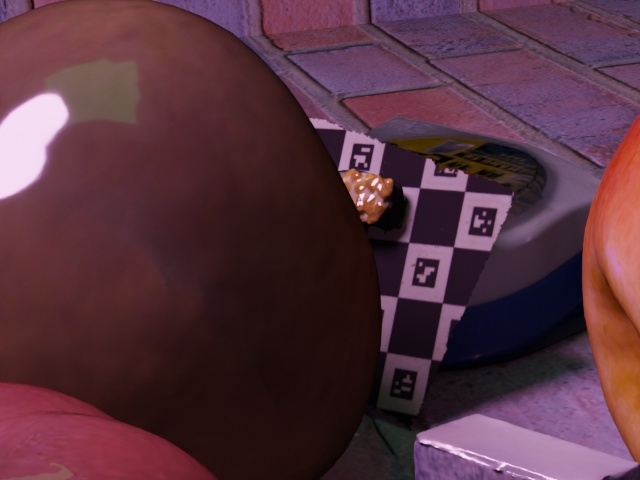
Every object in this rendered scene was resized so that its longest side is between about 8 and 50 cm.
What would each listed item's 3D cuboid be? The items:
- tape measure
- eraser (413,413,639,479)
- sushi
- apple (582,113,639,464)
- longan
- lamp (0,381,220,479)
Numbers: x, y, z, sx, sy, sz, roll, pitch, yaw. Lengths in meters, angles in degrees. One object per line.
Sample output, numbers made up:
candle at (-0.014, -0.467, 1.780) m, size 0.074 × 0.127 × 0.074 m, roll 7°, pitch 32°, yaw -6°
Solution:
tape measure at (0.091, -0.001, 1.457) m, size 0.259 × 0.138 × 0.262 m, roll 15°, pitch 26°, yaw 41°
eraser at (0.089, 0.185, 0.742) m, size 0.046 × 0.212 × 0.092 m, roll -18°, pitch 22°, yaw -42°
sushi at (0.000, 0.000, 1.329) m, size 0.279 × 0.192 × 0.043 m, roll 27°, pitch 6°, yaw 42°
apple at (0.318, 0.029, 0.986) m, size 0.364 × 0.363 × 0.364 m, roll -4°, pitch 17°, yaw 1°
longan at (-0.121, 0.027, 1.078) m, size 0.361 × 0.360 × 0.361 m, roll -4°, pitch 17°, yaw 1°
lamp at (-0.133, 0.210, 0.671) m, size 0.305 × 0.240 × 0.305 m, roll -24°, pitch 46°, yaw 28°
